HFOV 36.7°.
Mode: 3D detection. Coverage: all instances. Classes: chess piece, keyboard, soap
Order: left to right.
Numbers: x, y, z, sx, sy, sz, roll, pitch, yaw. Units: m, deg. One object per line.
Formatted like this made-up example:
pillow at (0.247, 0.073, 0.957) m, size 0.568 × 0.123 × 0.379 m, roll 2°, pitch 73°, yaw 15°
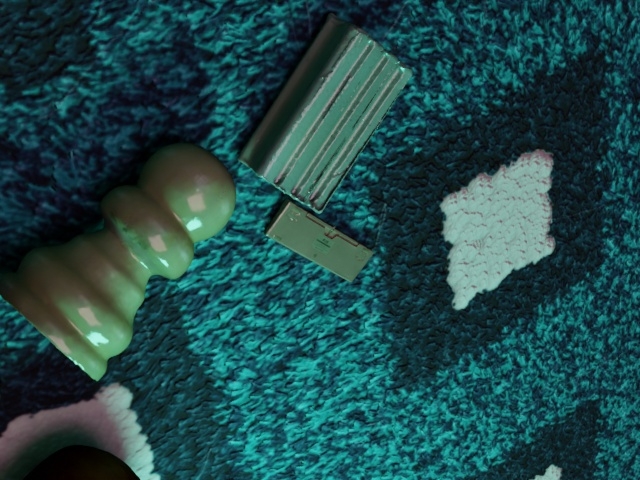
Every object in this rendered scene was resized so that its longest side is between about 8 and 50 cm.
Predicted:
chess piece at (-0.192, 0.004, 0.990) m, size 0.251 × 0.144 × 0.144 m, roll -46°, pitch 132°, yaw -12°
keyboard at (0.000, 0.000, 1.198) m, size 0.166 × 0.017 × 0.055 m, roll 30°, pitch 100°, yaw -42°
soap at (0.006, -0.142, 1.089) m, size 0.114 × 0.063 × 0.198 m, roll 31°, pitch 94°, yaw -44°

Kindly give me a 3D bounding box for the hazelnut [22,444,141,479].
hazelnut at (-0.264, 0.356, 1.079) m, size 0.217 × 0.217 × 0.251 m, roll -9°, pitch 120°, yaw -32°
